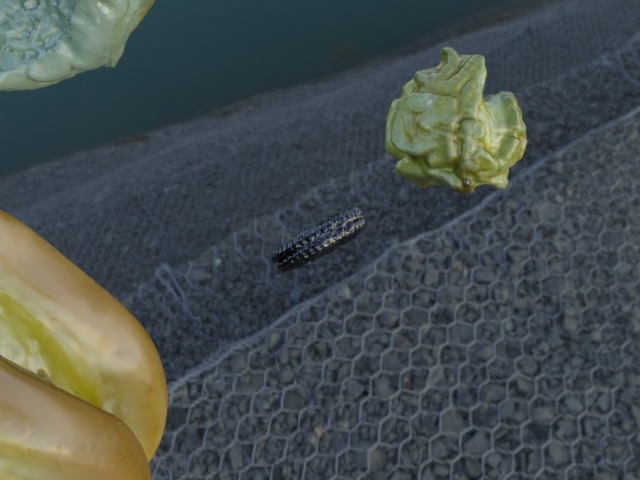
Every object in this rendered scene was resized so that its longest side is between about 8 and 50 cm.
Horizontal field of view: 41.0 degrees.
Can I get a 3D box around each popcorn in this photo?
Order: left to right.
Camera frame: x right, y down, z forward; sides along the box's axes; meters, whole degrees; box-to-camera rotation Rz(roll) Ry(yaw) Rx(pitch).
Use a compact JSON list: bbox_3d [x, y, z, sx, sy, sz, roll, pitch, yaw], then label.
[{"bbox_3d":[0.180,-0.142,1.142,0.187,0.185,0.167,34,72,-2],"label":"popcorn"}]

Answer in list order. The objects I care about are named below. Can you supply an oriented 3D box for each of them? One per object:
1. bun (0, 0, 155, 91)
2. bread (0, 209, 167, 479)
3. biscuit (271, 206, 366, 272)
[{"bbox_3d":[-0.142,-0.164,0.452,0.126,0.212,0.204,32,78,-15],"label":"bun"},{"bbox_3d":[-0.225,0.097,0.463,0.315,0.211,0.270,35,18,-17],"label":"bread"},{"bbox_3d":[0.000,0.000,0.755,0.089,0.087,0.027,-30,86,10],"label":"biscuit"}]
